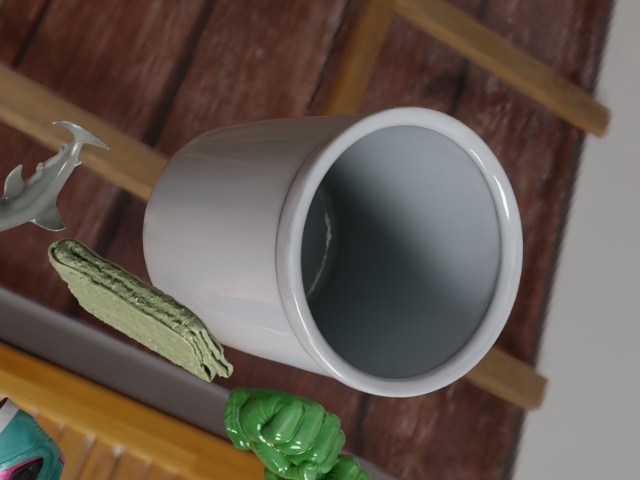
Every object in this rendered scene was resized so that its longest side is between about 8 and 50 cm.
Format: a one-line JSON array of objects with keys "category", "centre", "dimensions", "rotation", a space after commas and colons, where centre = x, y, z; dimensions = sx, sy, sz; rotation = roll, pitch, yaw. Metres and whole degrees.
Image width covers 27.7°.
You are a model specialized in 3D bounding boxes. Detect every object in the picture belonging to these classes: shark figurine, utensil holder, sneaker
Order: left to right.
[{"category": "sneaker", "centre": [-0.459, 0.384, 1.825], "dimensions": [0.295, 0.178, 0.124], "rotation": [-53, -171, 5]}, {"category": "shark figurine", "centre": [-0.439, -0.080, 2.118], "dimensions": [0.278, 0.116, 0.166], "rotation": [-40, 172, 10]}, {"category": "utensil holder", "centre": [0.000, 0.000, 1.599], "dimensions": [0.385, 0.328, 0.327], "rotation": [8, -109, 57]}]

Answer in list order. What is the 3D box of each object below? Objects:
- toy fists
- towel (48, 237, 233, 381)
[{"category": "toy fists", "centre": [-0.023, 0.302, 1.771], "dimensions": [0.142, 0.279, 0.096], "rotation": [0, -134, 27]}, {"category": "towel", "centre": [-0.137, 0.055, 1.001], "dimensions": [0.027, 0.148, 0.110], "rotation": [-56, 160, -20]}]
